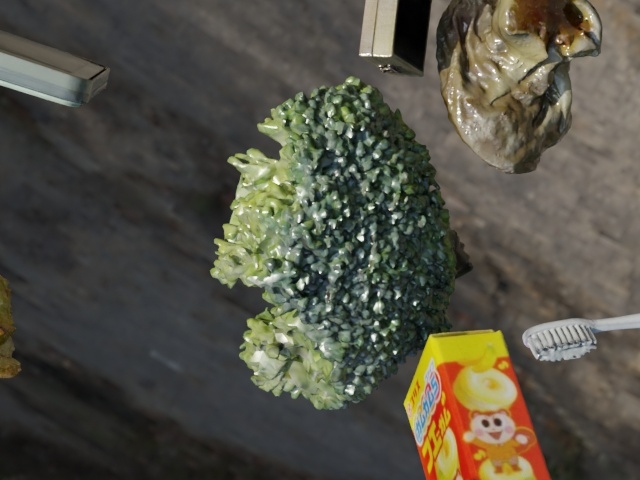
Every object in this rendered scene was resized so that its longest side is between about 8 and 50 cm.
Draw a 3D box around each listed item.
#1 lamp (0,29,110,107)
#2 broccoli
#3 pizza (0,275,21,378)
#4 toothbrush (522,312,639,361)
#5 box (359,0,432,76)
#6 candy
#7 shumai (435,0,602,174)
[{"bbox_3d":[-0.389,-0.224,2.050,0.266,0.047,0.269,17,-172,-4],"label":"lamp"},{"bbox_3d":[0.015,0.017,1.972,0.338,0.277,0.317,45,154,-7],"label":"broccoli"},{"bbox_3d":[-0.287,0.042,1.309,0.160,0.099,0.036,38,138,-23],"label":"pizza"},{"bbox_3d":[0.268,0.044,1.099,0.025,0.286,0.020,-112,15,-53],"label":"toothbrush"},{"bbox_3d":[0.068,-0.193,1.567,0.035,0.083,0.079,3,174,26],"label":"box"},{"bbox_3d":[0.173,0.244,1.840,0.088,0.276,0.146,-3,143,-14],"label":"candy"},{"bbox_3d":[0.193,-0.172,1.600,0.161,0.209,0.153,35,133,-13],"label":"shumai"}]
